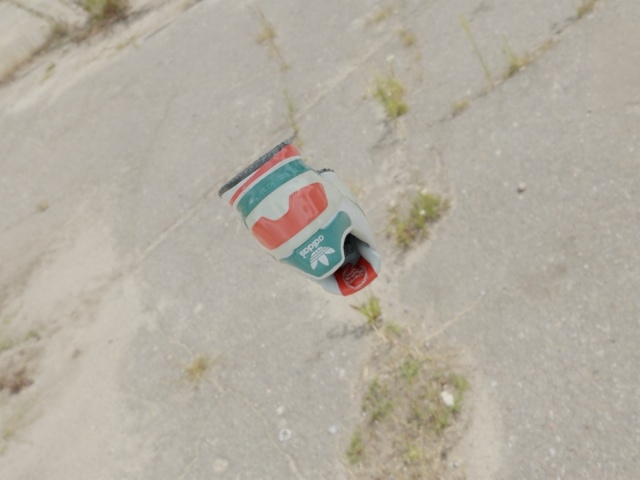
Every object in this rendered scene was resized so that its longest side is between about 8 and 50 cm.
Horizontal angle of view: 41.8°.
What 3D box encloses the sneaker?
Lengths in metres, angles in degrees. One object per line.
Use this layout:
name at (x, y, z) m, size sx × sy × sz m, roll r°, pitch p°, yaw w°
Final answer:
sneaker at (0.000, 0.000, 0.455) m, size 0.057 × 0.075 × 0.161 m, roll -37°, pitch -12°, yaw 5°
